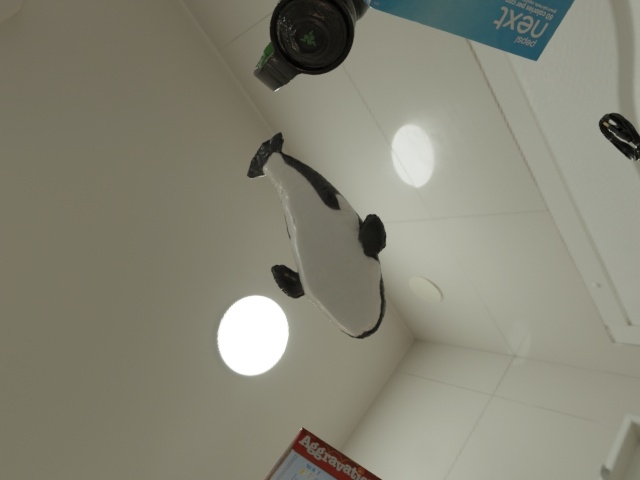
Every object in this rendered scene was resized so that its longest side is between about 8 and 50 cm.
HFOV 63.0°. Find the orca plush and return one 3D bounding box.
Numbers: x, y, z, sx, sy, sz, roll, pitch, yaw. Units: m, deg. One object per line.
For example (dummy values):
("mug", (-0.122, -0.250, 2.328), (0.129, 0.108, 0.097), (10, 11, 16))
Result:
("orca plush", (0.000, 0.000, 0.697), (0.151, 0.287, 0.102), (-47, -21, 6))

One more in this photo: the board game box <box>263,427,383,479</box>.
("board game box", (0.000, 0.305, 0.580), (0.145, 0.281, 0.027), (32, -132, 7))

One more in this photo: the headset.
("headset", (-0.005, -0.398, 0.824), (0.185, 0.394, 0.243), (36, -119, -22))

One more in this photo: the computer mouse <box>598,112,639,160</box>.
("computer mouse", (0.442, -0.099, 0.672), (0.041, 0.242, 0.071), (-27, -51, -1))

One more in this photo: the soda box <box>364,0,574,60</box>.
("soda box", (0.140, -0.246, 0.512), (0.210, 0.071, 0.067), (5, -139, -25))
